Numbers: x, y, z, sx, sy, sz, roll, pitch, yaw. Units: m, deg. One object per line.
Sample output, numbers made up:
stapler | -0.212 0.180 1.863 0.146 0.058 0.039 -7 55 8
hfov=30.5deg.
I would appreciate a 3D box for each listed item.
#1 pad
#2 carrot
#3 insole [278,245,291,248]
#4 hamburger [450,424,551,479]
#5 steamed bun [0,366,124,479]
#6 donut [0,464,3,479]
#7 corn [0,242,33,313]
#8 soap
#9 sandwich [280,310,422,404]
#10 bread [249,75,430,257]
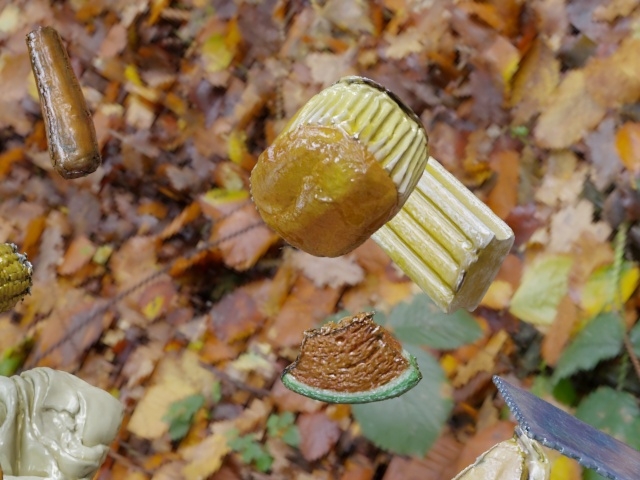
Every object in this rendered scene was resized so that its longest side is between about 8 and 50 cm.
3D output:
pad | 0.320 0.238 1.289 0.012 0.269 0.270 -61 4 5
carrot | -0.273 -0.145 1.242 0.055 0.055 0.161 -6 100 55
insole | 0.000 0.000 1.748 0.045 0.135 0.002 -18 84 64
hamburger | 0.302 0.418 1.876 0.208 0.135 0.155 -45 42 -12
steamed bun | -0.429 0.319 1.677 0.289 0.203 0.276 -62 8 -15
donut | -0.390 0.235 1.135 0.065 0.162 0.178 -24 7 22
corn | -0.468 0.065 1.448 0.115 0.115 0.318 -48 -7 19
soap | 0.152 -0.021 1.634 0.232 0.073 0.140 47 123 35
sandwich | 0.045 0.204 2.005 0.235 0.159 0.079 -19 13 17
bread | 0.013 -0.061 1.105 0.190 0.132 0.114 -44 9 51
